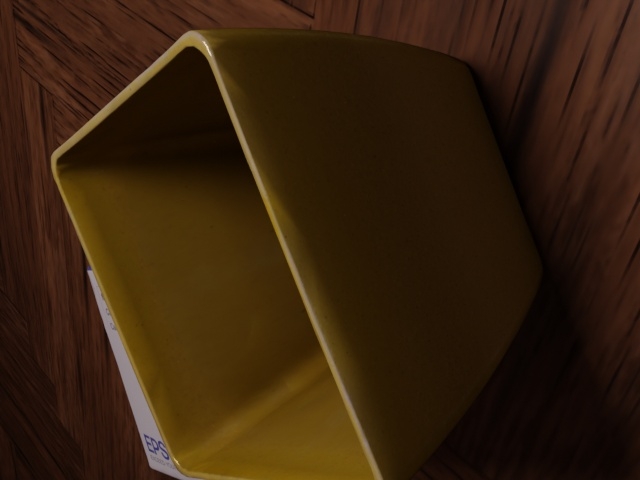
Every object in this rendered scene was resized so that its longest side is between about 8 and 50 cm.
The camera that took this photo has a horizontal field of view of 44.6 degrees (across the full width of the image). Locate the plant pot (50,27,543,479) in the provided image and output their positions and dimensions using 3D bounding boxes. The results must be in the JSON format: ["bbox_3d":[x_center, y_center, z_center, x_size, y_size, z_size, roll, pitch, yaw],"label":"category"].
[{"bbox_3d":[0.000,0.000,0.449,0.212,0.187,0.212,-17,96,54],"label":"plant pot"}]

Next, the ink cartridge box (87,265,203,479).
[{"bbox_3d":[-0.113,0.087,0.737,0.324,0.071,0.330,-4,106,52],"label":"ink cartridge box"}]
